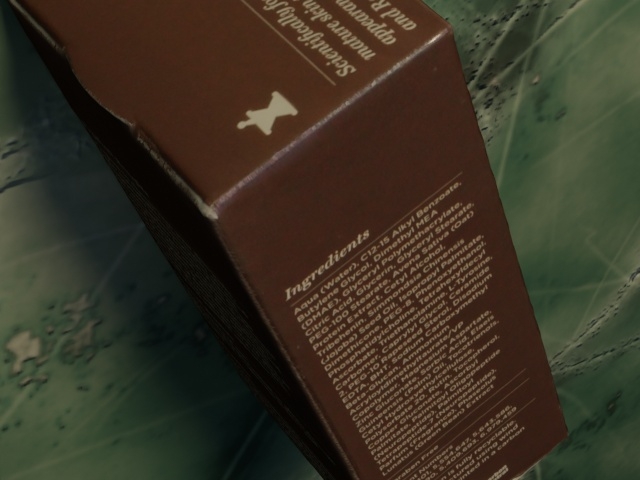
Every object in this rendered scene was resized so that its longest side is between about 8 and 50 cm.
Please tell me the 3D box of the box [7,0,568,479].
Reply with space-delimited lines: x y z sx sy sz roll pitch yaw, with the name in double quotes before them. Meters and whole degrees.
"box" 0.000 0.000 0.796 0.143 0.191 0.381 -38 144 -8
